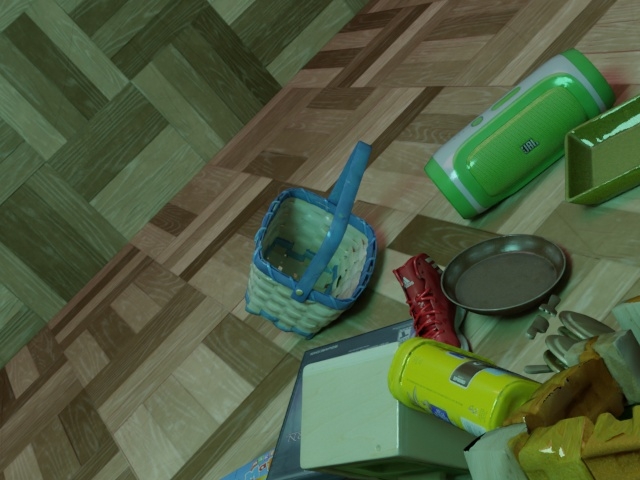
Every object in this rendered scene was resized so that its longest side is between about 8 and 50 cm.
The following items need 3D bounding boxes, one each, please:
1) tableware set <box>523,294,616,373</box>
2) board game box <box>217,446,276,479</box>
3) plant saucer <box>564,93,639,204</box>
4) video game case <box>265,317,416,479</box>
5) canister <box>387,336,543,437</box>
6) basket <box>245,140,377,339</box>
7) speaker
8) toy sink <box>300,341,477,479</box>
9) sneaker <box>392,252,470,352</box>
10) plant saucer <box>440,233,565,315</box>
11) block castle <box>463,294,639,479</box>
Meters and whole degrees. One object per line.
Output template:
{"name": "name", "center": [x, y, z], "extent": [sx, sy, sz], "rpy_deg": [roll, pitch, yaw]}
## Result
{"name": "tableware set", "center": [0.272, 0.120, 0.997], "extent": [0.039, 0.128, 0.194], "rpy_deg": [-65, -16, 18]}
{"name": "board game box", "center": [-0.089, 0.378, 1.305], "extent": [0.160, 0.039, 0.211], "rpy_deg": [-33, 24, 20]}
{"name": "plant saucer", "center": [0.436, -0.131, 1.353], "extent": [0.188, 0.045, 0.188], "rpy_deg": [-28, 26, 30]}
{"name": "video game case", "center": [0.038, 0.225, 1.342], "extent": [0.196, 0.026, 0.274], "rpy_deg": [-20, 27, 24]}
{"name": "canister", "center": [0.161, 0.153, 0.928], "extent": [0.170, 0.126, 0.073], "rpy_deg": [15, 85, 63]}
{"name": "basket", "center": [0.000, 0.000, 1.596], "extent": [0.254, 0.201, 0.289], "rpy_deg": [-68, 2, -46]}
{"name": "speaker", "center": [0.311, -0.165, 1.518], "extent": [0.296, 0.131, 0.131], "rpy_deg": [-39, 22, 9]}
{"name": "toy sink", "center": [0.113, 0.214, 1.109], "extent": [0.153, 0.234, 0.131], "rpy_deg": [-20, 60, 43]}
{"name": "sneaker", "center": [0.136, 0.103, 1.314], "extent": [0.087, 0.128, 0.221], "rpy_deg": [-33, 22, 24]}
{"name": "plant saucer", "center": [0.248, 0.050, 1.301], "extent": [0.168, 0.029, 0.168], "rpy_deg": [-16, 30, 10]}
{"name": "block castle", "center": [0.355, 0.119, 0.696], "extent": [0.453, 0.212, 0.303], "rpy_deg": [-31, 1, -39]}
